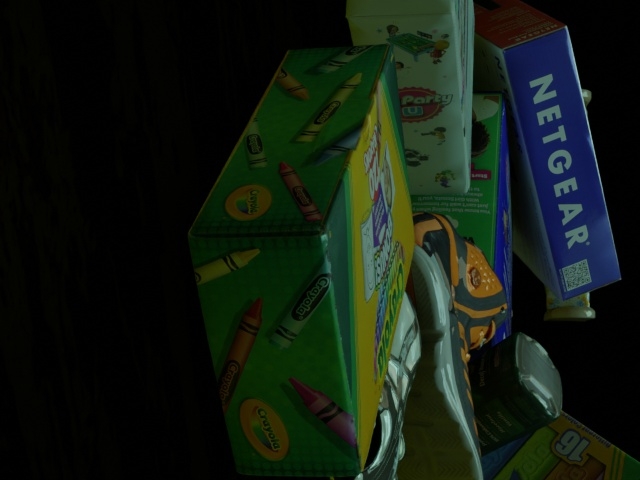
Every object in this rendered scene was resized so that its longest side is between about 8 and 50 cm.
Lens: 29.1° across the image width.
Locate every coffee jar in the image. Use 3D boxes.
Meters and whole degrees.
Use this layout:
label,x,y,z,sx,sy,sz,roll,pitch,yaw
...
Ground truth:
label,x,y,z,sx,sy,sz,roll,pitch,yaw
coffee jar,0.145,0.173,1.219,0.079,0.184,0.096,45,28,-17

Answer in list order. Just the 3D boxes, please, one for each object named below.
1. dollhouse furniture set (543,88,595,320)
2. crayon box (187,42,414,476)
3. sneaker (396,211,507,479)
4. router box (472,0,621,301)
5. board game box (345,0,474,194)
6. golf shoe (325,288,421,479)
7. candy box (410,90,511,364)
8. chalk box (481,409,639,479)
label,x,y,z,sx,sy,sz,roll,pitch,yaw
dollhouse furniture set,0.415,-0.059,1.916,0.256,0.394,0.362,64,27,-82
crayon box,0.000,0.000,0.795,0.278,0.081,0.165,-71,156,-58
sneaker,0.115,0.128,1.120,0.180,0.124,0.321,-28,117,-58
router box,0.247,-0.136,1.543,0.301,0.082,0.335,-121,-169,-65
board game box,0.095,-0.213,1.194,0.303,0.097,0.224,73,18,-61
golf shoe,0.036,0.107,0.961,0.094,0.077,0.198,47,42,-71
candy box,0.154,0.034,1.394,0.268,0.122,0.317,75,17,-51
chalk box,0.198,0.336,1.291,0.289,0.179,0.180,-45,147,-19
